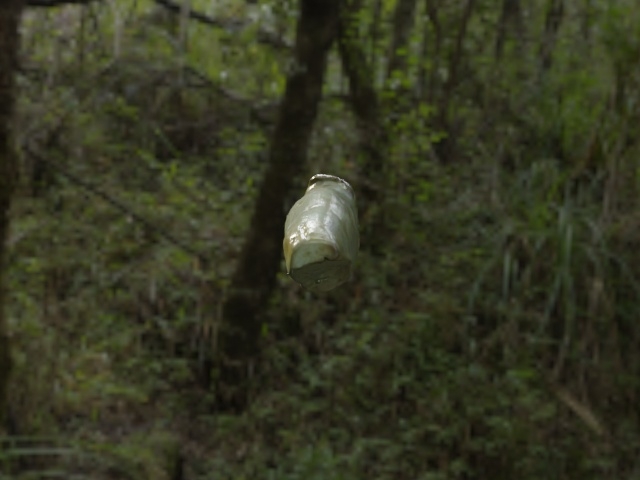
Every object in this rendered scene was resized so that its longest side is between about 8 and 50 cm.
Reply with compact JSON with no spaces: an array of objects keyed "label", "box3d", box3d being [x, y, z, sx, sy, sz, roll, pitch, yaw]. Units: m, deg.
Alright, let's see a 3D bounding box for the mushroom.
[{"label":"mushroom","box3d":[0.001,0.003,1.524,0.087,0.107,0.333,-14,12,5]}]
